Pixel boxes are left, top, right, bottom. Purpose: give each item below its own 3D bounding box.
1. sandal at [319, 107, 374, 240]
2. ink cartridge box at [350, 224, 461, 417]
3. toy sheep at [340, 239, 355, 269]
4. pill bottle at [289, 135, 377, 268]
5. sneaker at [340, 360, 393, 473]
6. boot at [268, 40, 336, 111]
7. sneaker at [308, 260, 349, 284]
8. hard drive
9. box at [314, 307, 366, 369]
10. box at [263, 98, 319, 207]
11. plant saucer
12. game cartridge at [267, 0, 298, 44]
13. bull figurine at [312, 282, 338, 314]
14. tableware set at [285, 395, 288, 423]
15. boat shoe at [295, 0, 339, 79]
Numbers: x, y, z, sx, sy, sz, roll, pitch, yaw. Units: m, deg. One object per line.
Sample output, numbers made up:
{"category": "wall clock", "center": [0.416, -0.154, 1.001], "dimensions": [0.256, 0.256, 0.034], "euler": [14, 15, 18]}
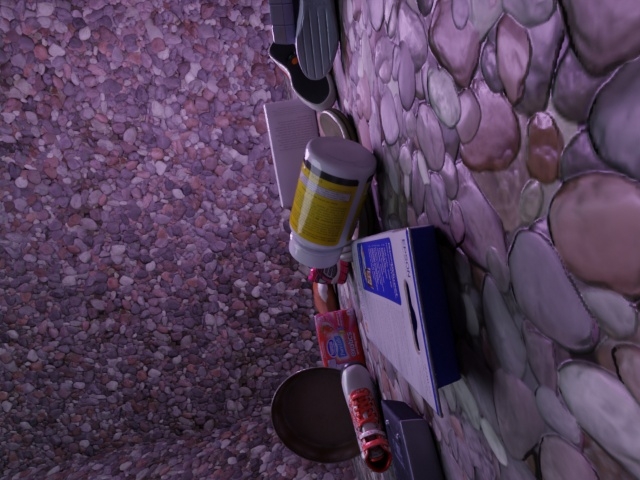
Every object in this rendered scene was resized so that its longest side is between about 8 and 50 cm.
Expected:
{"category": "sandal", "center": [0.034, -0.133, 0.812], "dimensions": [0.120, 0.086, 0.303], "euler": [92, 167, -69]}
{"category": "ink cartridge box", "center": [0.105, 0.075, 0.548], "dimensions": [0.371, 0.069, 0.176], "euler": [133, 128, -88]}
{"category": "toy sheep", "center": [0.058, 0.000, 0.874], "dimensions": [0.091, 0.091, 0.132], "euler": [-137, 23, -83]}
{"category": "pill bottle", "center": [0.012, -0.060, 0.706], "dimensions": [0.119, 0.119, 0.209], "euler": [-106, 26, -50]}
{"category": "sneaker", "center": [0.124, 0.456, 1.054], "dimensions": [0.145, 0.090, 0.270], "euler": [-123, 20, -76]}
{"category": "boot", "center": [-0.012, -0.377, 1.009], "dimensions": [0.244, 0.088, 0.176], "euler": [57, -166, 27]}
{"category": "sneaker", "center": [0.000, 0.000, 1.248], "dimensions": [0.121, 0.111, 0.299], "euler": [104, 158, -44]}
{"category": "hard drive", "center": [0.160, 0.402, 0.668], "dimensions": [0.172, 0.054, 0.255], "euler": [103, 156, -80]}
{"category": "box", "center": [0.064, 0.352, 1.296], "dimensions": [0.123, 0.128, 0.257], "euler": [99, 159, -77]}
{"category": "box", "center": [-0.088, -0.303, 1.461], "dimensions": [0.215, 0.168, 0.346], "euler": [-130, 31, -81]}
{"category": "plant saucer", "center": [0.013, 0.493, 1.178], "dimensions": [0.050, 0.310, 0.311], "euler": [-71, -28, -77]}
{"category": "game cartridge", "center": [-0.064, -0.583, 0.834], "dimensions": [0.230, 0.068, 0.355], "euler": [78, -168, -49]}
{"category": "bull figurine", "center": [0.020, 0.228, 1.778], "dimensions": [0.188, 0.101, 0.311], "euler": [-101, 4, -70]}
{"category": "tableware set", "center": [-0.040, 0.482, 1.261], "dimensions": [0.020, 0.168, 0.141], "euler": [3, 91, 51]}
{"category": "boat shoe", "center": [-0.002, -0.427, 0.772], "dimensions": [0.076, 0.083, 0.226], "euler": [-80, -5, -50]}
